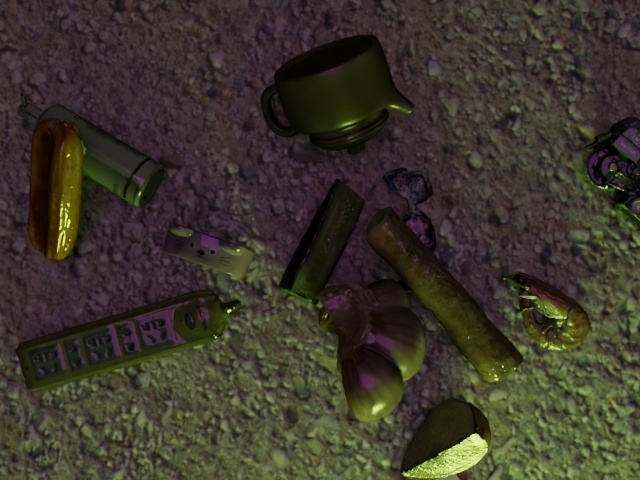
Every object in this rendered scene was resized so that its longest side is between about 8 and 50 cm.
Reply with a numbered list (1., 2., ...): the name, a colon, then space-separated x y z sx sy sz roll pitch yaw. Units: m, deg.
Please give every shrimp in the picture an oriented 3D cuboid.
1. shrimp: 0.385 0.120 1.122 0.180 0.041 0.099 40 102 0

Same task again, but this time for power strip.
1. power strip: -0.321 0.165 1.096 0.388 0.066 0.092 -17 90 -2

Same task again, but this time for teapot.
1. teapot: 0.023 -0.224 1.072 0.268 0.185 0.175 -5 120 28

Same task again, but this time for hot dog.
1. hot dog: -0.431 -0.080 1.061 0.100 0.068 0.249 32 120 28

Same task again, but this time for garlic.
1. garlic: 0.094 0.168 1.031 0.160 0.191 0.214 -28 58 4

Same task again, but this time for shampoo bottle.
1. shampoo bottle: -0.399 -0.157 1.100 0.262 0.085 0.085 31 88 1

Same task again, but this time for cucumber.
1. cucumber: 0.000 0.000 1.113 0.078 0.062 0.211 30 80 -33

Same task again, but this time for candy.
1. candy: 0.160 -0.016 1.117 0.094 0.051 0.226 -10 87 7

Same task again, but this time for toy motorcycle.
1. toy motorcycle: 0.588 -0.107 1.089 0.275 0.125 0.187 40 97 2

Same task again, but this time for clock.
1. clock: -0.192 0.017 1.080 0.153 0.110 0.050 18 84 1

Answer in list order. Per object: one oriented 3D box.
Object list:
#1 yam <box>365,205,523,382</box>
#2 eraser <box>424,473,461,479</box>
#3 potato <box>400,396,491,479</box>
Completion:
1. yam: 0.201 0.093 1.066 0.081 0.081 0.356 -43 100 -2
2. eraser: 0.219 0.472 1.106 0.104 0.023 0.150 -33 88 -2
3. potato: 0.223 0.342 1.090 0.089 0.100 0.172 33 120 -21
